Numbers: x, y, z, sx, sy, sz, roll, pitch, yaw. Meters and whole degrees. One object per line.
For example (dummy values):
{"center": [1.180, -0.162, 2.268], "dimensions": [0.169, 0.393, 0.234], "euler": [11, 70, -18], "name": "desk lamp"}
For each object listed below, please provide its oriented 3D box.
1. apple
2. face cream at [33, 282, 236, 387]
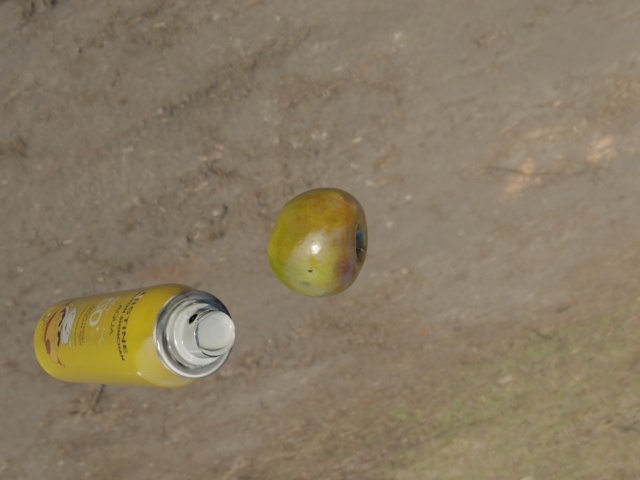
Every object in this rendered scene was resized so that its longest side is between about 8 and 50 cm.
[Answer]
{"center": [0.000, 0.000, 0.681], "dimensions": [0.074, 0.090, 0.090], "euler": [20, 148, 11], "name": "apple"}
{"center": [-0.197, 0.103, 0.910], "dimensions": [0.104, 0.105, 0.348], "euler": [4, 172, -37], "name": "face cream"}
